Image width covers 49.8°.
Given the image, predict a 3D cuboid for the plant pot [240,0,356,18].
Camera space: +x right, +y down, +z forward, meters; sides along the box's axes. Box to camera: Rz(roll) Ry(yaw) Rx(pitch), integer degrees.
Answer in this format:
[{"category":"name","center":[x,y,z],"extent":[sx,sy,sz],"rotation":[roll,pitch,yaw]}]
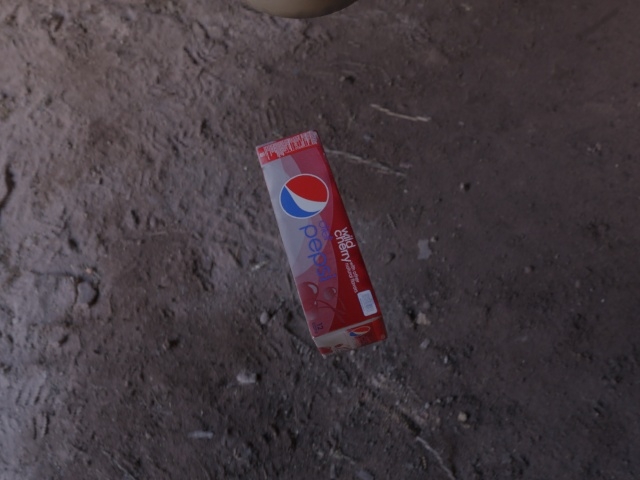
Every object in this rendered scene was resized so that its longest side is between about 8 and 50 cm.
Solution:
[{"category":"plant pot","center":[-0.028,-0.373,0.671],"extent":[0.256,0.274,0.257],"rotation":[0,97,1]}]

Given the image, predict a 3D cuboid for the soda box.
[{"category":"soda box","center":[0.000,0.000,0.830],"extent":[0.083,0.092,0.263],"rotation":[-18,64,2]}]
